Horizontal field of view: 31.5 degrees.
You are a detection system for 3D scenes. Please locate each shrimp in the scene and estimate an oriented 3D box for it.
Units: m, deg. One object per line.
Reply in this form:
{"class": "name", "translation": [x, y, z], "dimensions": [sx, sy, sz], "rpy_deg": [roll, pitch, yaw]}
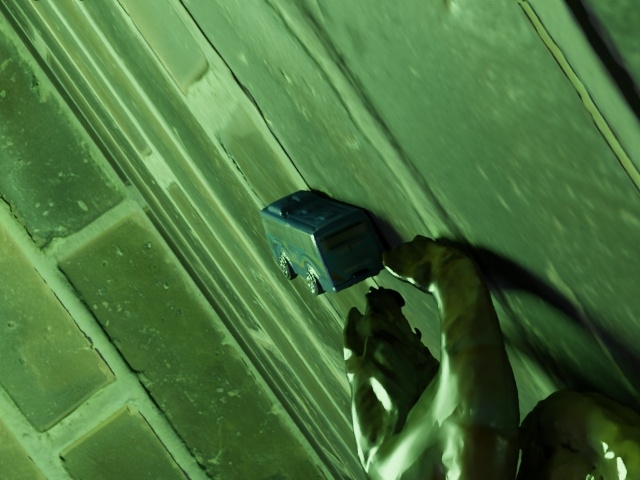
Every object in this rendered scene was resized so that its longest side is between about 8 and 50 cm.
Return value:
{"class": "shrimp", "translation": [0.052, 0.061, 0.605], "dimensions": [0.254, 0.059, 0.145], "rpy_deg": [-98, 18, -54]}

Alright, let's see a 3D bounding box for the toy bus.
{"class": "toy bus", "translation": [0.000, 0.000, 0.804], "dimensions": [0.061, 0.051, 0.153], "rpy_deg": [70, 166, -15]}

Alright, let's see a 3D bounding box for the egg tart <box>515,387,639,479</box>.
{"class": "egg tart", "translation": [0.171, 0.222, 0.520], "dimensions": [0.341, 0.132, 0.341], "rpy_deg": [52, 171, 11]}
